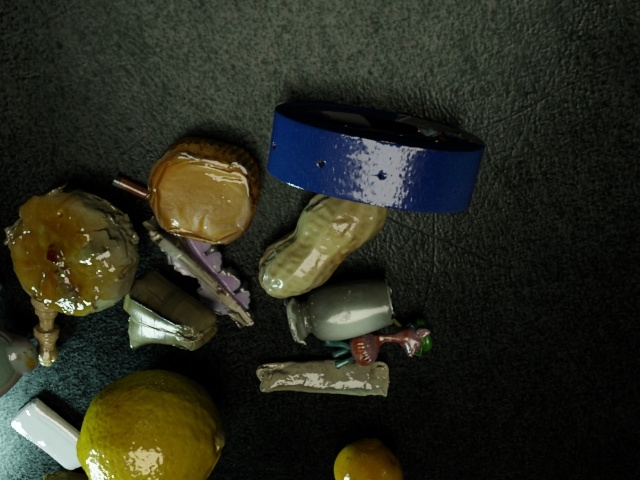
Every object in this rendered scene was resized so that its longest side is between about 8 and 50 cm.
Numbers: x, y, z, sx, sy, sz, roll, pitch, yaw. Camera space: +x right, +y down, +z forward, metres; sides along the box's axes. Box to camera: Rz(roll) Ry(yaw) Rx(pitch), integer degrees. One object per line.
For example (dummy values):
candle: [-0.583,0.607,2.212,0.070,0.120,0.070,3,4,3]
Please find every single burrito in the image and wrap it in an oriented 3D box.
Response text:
burrito: [0.005,0.288,1.378,0.275,0.059,0.082,-1,102,0]

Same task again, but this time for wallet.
wallet: [-0.586,0.431,1.464,0.095,0.033,0.190,-37,108,17]

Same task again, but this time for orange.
orange: [0.105,0.496,1.424,0.155,0.155,0.134,37,75,-15]

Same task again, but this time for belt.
belt: [0.089,-0.141,1.102,0.347,0.212,0.117,10,113,1]

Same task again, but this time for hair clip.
hair clip: [-0.222,0.059,1.272,0.106,0.084,0.292,-35,114,10]

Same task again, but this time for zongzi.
zongzi: [-0.300,0.177,1.296,0.194,0.099,0.197,29,123,20]

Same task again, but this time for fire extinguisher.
fire extinguisher: [-0.341,-0.098,1.230,0.083,0.022,0.028,24,82,-10]

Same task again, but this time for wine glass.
wine glass: [0.040,0.135,1.279,0.204,0.111,0.111,-12,113,7]

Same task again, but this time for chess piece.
chess piece: [-0.553,0.181,1.340,0.060,0.060,0.172,11,114,-4]

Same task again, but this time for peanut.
peanut: [0.000,0.000,1.213,0.130,0.130,0.290,40,107,-15]

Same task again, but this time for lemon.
lemon: [-0.335,0.391,1.318,0.293,0.293,0.293,0,114,1]

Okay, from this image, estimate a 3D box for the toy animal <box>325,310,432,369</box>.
toy animal: [0.115,0.196,1.327,0.208,0.100,0.103,-15,73,8]

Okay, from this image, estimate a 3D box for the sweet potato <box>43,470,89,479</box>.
sweet potato: [-0.492,0.574,1.508,0.273,0.075,0.075,10,114,-6]

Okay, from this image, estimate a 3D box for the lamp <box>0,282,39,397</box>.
lamp: [-0.715,0.167,1.269,0.247,0.247,0.301,3,130,42]

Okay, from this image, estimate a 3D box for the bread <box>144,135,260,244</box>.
bread: [-0.203,-0.094,1.186,0.199,0.104,0.199,2,117,4]

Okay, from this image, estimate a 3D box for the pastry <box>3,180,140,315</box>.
pastry: [-0.454,0.027,1.207,0.257,0.121,0.236,-36,93,24]
